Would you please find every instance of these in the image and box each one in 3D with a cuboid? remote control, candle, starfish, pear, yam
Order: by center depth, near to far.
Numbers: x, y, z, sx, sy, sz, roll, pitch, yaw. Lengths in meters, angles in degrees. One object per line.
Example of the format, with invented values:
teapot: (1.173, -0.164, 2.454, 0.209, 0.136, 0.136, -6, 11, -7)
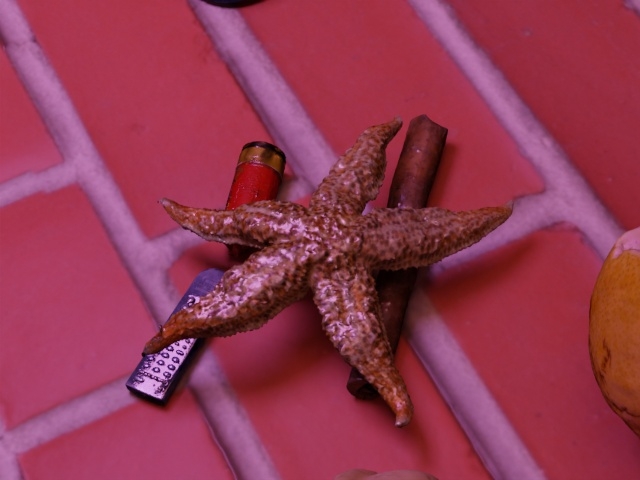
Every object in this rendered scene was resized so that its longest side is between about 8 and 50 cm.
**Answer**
pear: (0.369, 0.070, 1.564, 0.271, 0.271, 0.271, -2, 54, 3)
starfish: (0.000, -0.003, 1.696, 0.347, 0.078, 0.358, 9, 57, 10)
remote control: (-0.133, 0.092, 1.716, 0.043, 0.027, 0.152, 25, 61, 13)
yam: (0.077, 0.011, 1.749, 0.045, 0.045, 0.327, -11, 48, 34)
candle: (-0.071, -0.037, 1.790, 0.052, 0.052, 0.131, 8, 57, 9)

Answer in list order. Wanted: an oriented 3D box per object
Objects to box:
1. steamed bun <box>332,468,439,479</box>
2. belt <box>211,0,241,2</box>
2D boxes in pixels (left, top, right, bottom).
steamed bun: (0.027, 0.352, 1.384, 0.325, 0.230, 0.372, 49, 55, -16)
belt: (-0.100, -0.362, 2.007, 0.141, 0.082, 0.190, -4, 55, 5)
